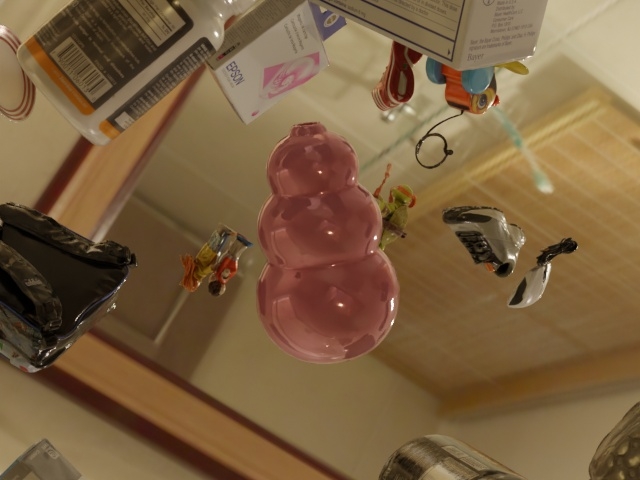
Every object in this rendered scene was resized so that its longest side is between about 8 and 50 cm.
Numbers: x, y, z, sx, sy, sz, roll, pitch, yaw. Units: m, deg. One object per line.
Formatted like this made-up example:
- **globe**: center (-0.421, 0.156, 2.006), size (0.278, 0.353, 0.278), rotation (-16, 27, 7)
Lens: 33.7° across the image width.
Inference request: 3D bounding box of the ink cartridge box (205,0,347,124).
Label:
- **ink cartridge box**: center (-0.076, -0.413, 2.246), size (0.330, 0.071, 0.324), rotation (-36, 164, -1)

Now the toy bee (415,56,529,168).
- **toy bee**: center (0.248, -0.284, 1.798), size (0.162, 0.195, 0.298), rotation (-5, 133, -51)

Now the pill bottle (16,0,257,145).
- **pill bottle**: center (-0.221, -0.260, 1.305), size (0.278, 0.162, 0.162), rotation (-41, -168, -1)

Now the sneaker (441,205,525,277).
- **sneaker**: center (0.333, -0.001, 2.137), size (0.100, 0.271, 0.108), rotation (0, -109, 38)

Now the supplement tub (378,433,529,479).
- **supplement tub**: center (0.231, 0.436, 1.634), size (0.207, 0.207, 0.338), rotation (-58, -163, -5)

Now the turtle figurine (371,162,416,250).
- **turtle figurine**: center (0.120, -0.021, 1.984), size (0.217, 0.087, 0.269), rotation (-59, 167, 2)

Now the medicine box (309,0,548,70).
- **medicine box**: center (0.141, -0.381, 1.233), size (0.149, 0.263, 0.289), rotation (-16, 128, -40)

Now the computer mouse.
- **computer mouse**: center (0.443, 0.078, 2.139), size (0.106, 0.042, 0.193), rotation (-20, 147, -40)

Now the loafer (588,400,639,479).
- **loafer**: center (0.555, 0.281, 1.694), size (0.319, 0.112, 0.111), rotation (-38, 177, -4)

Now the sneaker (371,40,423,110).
- **sneaker**: center (0.165, -0.397, 2.406), size (0.128, 0.087, 0.221), rotation (-24, -136, 59)

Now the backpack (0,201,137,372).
- **backpack**: center (-0.500, 0.073, 1.820), size (0.213, 0.263, 0.276), rotation (-53, 177, 37)

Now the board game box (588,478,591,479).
- **board game box**: center (0.618, 0.577, 2.154), size (0.141, 0.170, 0.048), rotation (1, -159, 36)

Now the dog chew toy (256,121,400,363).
- **dog chew toy**: center (0.000, 0.000, 1.488), size (0.206, 0.207, 0.331), rotation (-117, -161, -76)

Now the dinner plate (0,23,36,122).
- **dinner plate**: center (-0.443, -0.234, 1.485), size (0.017, 0.141, 0.141), rotation (-7, -148, 16)

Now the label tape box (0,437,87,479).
- **label tape box**: center (-0.429, 0.535, 1.716), size (0.249, 0.347, 0.115), rotation (-44, 179, 12)

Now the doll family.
- **doll family**: center (-0.238, 0.043, 2.269), size (0.163, 0.118, 0.263), rotation (-58, -174, -1)
